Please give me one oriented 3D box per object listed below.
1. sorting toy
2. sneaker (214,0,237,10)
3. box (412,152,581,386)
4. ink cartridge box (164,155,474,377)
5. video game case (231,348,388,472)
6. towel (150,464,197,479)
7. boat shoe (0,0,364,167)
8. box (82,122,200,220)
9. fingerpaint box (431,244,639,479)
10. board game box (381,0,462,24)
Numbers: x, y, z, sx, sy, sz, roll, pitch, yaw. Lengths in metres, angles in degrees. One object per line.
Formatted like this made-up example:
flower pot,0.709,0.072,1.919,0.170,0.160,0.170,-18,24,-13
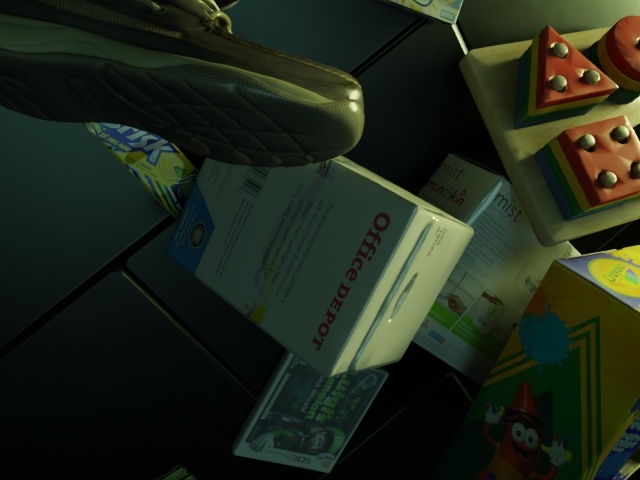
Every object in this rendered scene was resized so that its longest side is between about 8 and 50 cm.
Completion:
sorting toy,0.338,-0.152,0.697,0.257,0.089,0.256,-15,75,-18
sneaker,-0.168,-0.258,0.523,0.223,0.098,0.083,-2,112,-22
box,0.217,0.054,0.803,0.262,0.127,0.231,34,96,-30
ink cartridge box,0.000,0.000,0.599,0.168,0.232,0.171,9,111,-59
video game case,-0.013,0.248,0.852,0.173,0.022,0.191,23,102,-29
towel,-0.212,0.392,0.829,0.110,0.027,0.148,-24,118,-13
boat shoe,-0.131,-0.161,0.481,0.355,0.132,0.130,14,73,1
box,-0.183,-0.095,0.609,0.054,0.059,0.169,-43,121,-4
fingerpaint box,0.415,0.201,0.825,0.444,0.163,0.371,-4,124,-42
board game box,0.082,-0.332,0.631,0.201,0.035,0.136,8,109,-26
